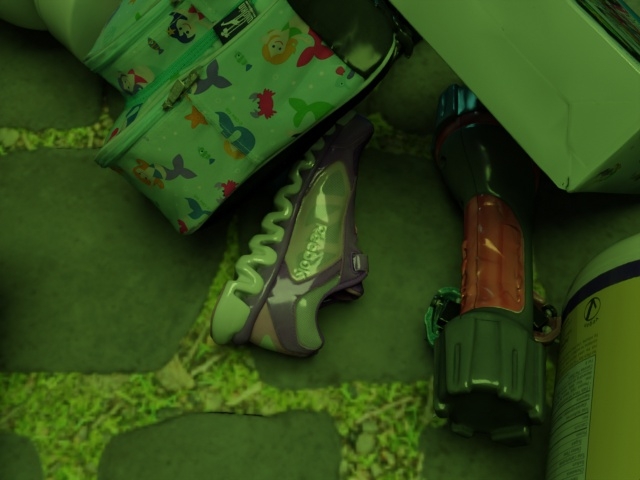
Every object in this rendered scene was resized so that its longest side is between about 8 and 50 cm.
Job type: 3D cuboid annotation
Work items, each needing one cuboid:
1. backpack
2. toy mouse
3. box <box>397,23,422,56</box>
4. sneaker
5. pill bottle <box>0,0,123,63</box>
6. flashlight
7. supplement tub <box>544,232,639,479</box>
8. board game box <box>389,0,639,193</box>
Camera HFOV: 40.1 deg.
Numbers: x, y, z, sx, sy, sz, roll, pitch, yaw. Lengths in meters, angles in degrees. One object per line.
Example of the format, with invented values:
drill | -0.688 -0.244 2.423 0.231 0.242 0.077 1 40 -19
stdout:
backpack | -0.074 -0.137 0.703 0.191 0.253 0.225 37 25 -17
toy mouse | 0.143 0.074 0.741 0.160 0.031 0.143 -11 55 -12
box | 0.038 -0.261 0.867 0.156 0.093 0.158 -40 73 -18
sneaker | 0.000 0.000 0.746 0.104 0.095 0.237 26 71 3
pill bottle | -0.286 -0.349 0.823 0.229 0.229 0.407 -40 72 -19
flashlight | 0.133 0.001 0.709 0.103 0.103 0.304 10 52 1
supplement tub | 0.266 0.178 0.566 0.240 0.241 0.332 13 58 4
board game box | 0.211 -0.146 0.717 0.097 0.303 0.224 -47 68 26
